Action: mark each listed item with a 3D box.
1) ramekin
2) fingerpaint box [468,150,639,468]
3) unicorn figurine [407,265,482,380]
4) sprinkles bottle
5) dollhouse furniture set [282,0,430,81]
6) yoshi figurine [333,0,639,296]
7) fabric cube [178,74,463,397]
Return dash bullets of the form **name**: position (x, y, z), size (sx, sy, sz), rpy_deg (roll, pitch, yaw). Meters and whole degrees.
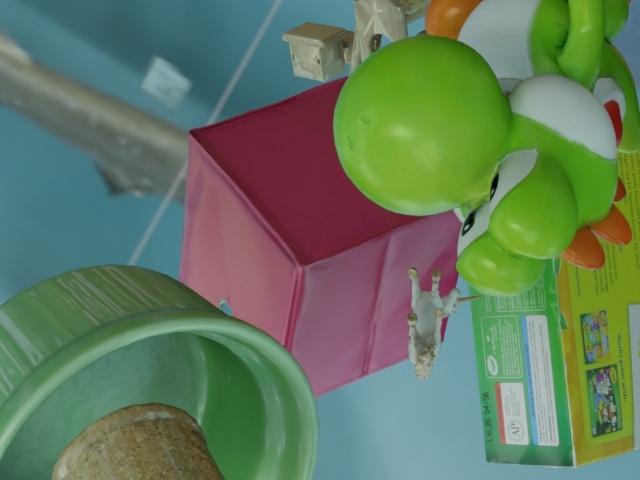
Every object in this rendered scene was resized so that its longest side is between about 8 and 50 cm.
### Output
- **ramekin**: position (-0.166, 0.167, 1.267), size (0.303, 0.303, 0.148), rpy_deg (39, 179, -41)
- **fingerpaint box**: position (0.375, 0.058, 2.137), size (0.371, 0.445, 0.163), rpy_deg (-7, -179, -43)
- **unicorn figurine**: position (0.119, 0.081, 1.683), size (0.060, 0.162, 0.111), rpy_deg (13, 144, 19)
- **sprinkles bottle**: position (-0.067, 0.264, 1.026), size (0.121, 0.121, 0.355), rpy_deg (42, -171, -47)
- **dollhouse furniture set**: position (0.079, -0.229, 1.543), size (0.161, 0.182, 0.101), rpy_deg (16, 125, 40)
- **yoshi figurine**: position (0.107, -0.114, 1.033), size (0.203, 0.362, 0.204), rpy_deg (-1, 124, 13)
- **fabric cube**: position (0.000, 0.000, 1.877), size (0.254, 0.259, 0.258), rpy_deg (51, 148, 32)
